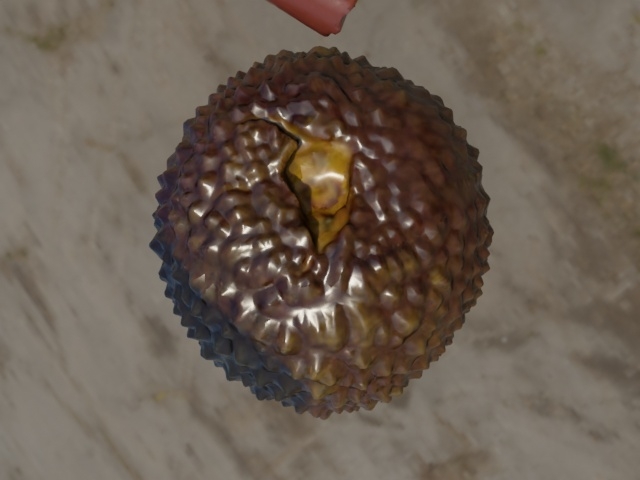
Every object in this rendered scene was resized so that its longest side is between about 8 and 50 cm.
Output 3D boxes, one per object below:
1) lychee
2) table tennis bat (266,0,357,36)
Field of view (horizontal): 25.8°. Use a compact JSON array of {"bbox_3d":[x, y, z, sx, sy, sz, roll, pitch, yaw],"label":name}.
[{"bbox_3d":[0.000,0.000,1.049,0.267,0.267,0.267,46,158,24],"label":"lychee"},{"bbox_3d":[-0.156,-0.249,0.854,0.415,0.051,0.268,29,170,-14],"label":"table tennis bat"}]
